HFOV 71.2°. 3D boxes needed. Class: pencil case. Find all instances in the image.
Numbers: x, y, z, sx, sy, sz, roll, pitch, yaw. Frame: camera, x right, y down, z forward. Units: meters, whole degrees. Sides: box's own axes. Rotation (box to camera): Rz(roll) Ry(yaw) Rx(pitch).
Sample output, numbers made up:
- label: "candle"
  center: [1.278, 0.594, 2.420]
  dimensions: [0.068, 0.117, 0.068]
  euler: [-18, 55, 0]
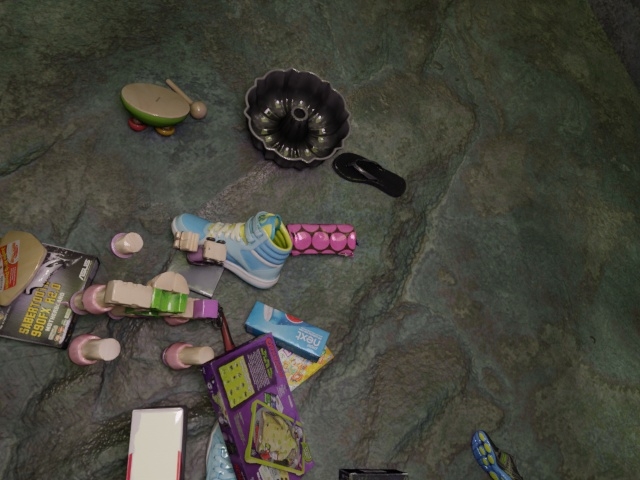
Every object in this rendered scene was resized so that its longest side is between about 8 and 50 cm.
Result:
- label: "pencil case"
  center: [0.000, 0.000, 1.296]
  dimensions: [0.210, 0.095, 0.098]
  euler: [1, 92, -14]

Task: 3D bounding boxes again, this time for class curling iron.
- label: "curling iron"
  center: [-0.239, 0.292, 1.143]
  dimensions: [0.068, 0.035, 0.273]
  euler: [-5, 73, -57]

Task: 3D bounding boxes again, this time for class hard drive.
- label: "hard drive"
  center: [-0.337, 0.087, 1.198]
  dimensions: [0.135, 0.022, 0.094]
  euler: [23, 66, -8]

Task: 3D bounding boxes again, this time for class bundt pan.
- label: "bundt pan"
  center: [-0.079, -0.358, 1.378]
  dimensions: [0.331, 0.124, 0.330]
  euler: [6, 70, -16]

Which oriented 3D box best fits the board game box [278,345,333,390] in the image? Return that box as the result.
- label: "board game box"
  center: [-0.054, 0.317, 1.198]
  dimensions: [0.154, 0.026, 0.103]
  euler: [-34, 83, -24]

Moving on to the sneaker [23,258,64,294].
- label: "sneaker"
  center: [-0.643, 0.084, 1.039]
  dimensions: [0.109, 0.040, 0.043]
  euler: [-38, 88, -16]

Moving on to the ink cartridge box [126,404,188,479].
- label: "ink cartridge box"
  center: [-0.341, 0.445, 0.953]
  dimensions: [0.100, 0.237, 0.171]
  euler: [2, 71, -13]

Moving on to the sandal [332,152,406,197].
- label: "sandal"
  center: [0.164, -0.222, 1.439]
  dimensions: [0.255, 0.054, 0.097]
  euler: [19, 67, -10]

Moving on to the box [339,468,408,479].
- label: "box"
  center: [0.129, 0.652, 1.097]
  dimensions: [0.156, 0.093, 0.158]
  euler: [8, 68, -14]

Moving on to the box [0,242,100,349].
- label: "box"
  center: [-0.663, 0.126, 1.068]
  dimensions: [0.183, 0.056, 0.230]
  euler: [16, 67, -11]

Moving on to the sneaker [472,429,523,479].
- label: "sneaker"
  center: [0.493, 0.612, 1.245]
  dimensions: [0.078, 0.067, 0.188]
  euler: [-28, 79, -45]

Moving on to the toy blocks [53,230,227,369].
- label: "toy blocks"
  center: [-0.414, 0.138, 1.041]
  dimensions: [0.289, 0.260, 0.308]
  euler: [20, 66, -45]

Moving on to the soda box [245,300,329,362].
- label: "soda box"
  center: [-0.088, 0.240, 1.170]
  dimensions: [0.210, 0.067, 0.071]
  euler: [23, 60, 4]

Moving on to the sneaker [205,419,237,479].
- label: "sneaker"
  center: [-0.200, 0.564, 0.998]
  dimensions: [0.135, 0.150, 0.365]
  euler: [9, 70, -15]

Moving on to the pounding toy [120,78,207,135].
- label: "pounding toy"
  center: [-0.463, -0.364, 1.293]
  dimensions: [0.183, 0.110, 0.237]
  euler: [34, 35, 9]

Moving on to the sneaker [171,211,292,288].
- label: "sneaker"
  center: [-0.215, -0.025, 1.162]
  dimensions: [0.319, 0.208, 0.127]
  euler: [29, 38, -10]

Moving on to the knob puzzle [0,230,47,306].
- label: "knob puzzle"
  center: [-0.696, 0.063, 1.010]
  dimensions: [0.213, 0.030, 0.213]
  euler: [-7, 63, 15]

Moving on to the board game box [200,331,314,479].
- label: "board game box"
  center: [-0.138, 0.412, 1.038]
  dimensions: [0.208, 0.056, 0.346]
  euler: [-15, 86, -51]
